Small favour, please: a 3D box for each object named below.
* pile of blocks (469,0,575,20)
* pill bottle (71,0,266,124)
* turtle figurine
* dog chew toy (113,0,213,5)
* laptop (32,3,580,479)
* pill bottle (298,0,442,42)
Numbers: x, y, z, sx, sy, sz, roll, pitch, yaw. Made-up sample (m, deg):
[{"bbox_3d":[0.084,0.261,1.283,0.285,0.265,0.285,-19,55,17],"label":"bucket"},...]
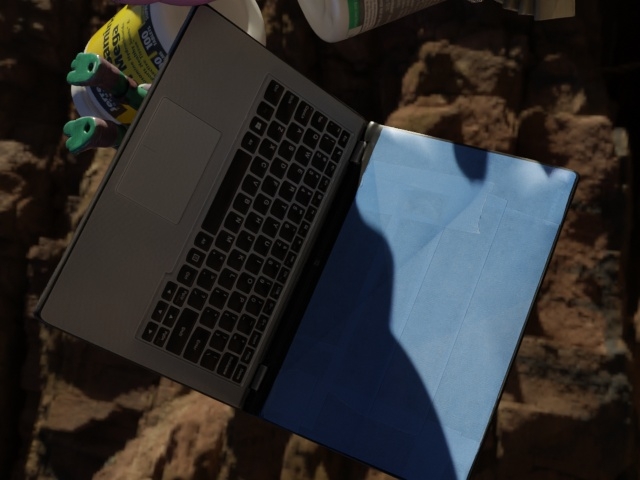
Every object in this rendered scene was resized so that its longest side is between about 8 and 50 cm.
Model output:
[{"bbox_3d":[0.236,-0.299,0.821,0.112,0.362,0.149,-140,45,-69],"label":"pile of blocks"},{"bbox_3d":[-0.253,-0.279,1.276,0.188,0.334,0.188,14,-113,-38],"label":"pill bottle"},{"bbox_3d":[-0.188,-0.130,0.971,0.234,0.118,0.175,20,-133,-51],"label":"turtle figurine"},{"bbox_3d":[-0.129,-0.324,0.792,0.332,0.206,0.207,-52,-36,-51],"label":"dog chew toy"},{"bbox_3d":[0.000,0.000,0.852,0.408,0.236,0.382,31,-106,-29],"label":"laptop"},{"bbox_3d":[0.141,-0.488,1.381,0.204,0.361,0.204,61,167,25],"label":"pill bottle"}]
